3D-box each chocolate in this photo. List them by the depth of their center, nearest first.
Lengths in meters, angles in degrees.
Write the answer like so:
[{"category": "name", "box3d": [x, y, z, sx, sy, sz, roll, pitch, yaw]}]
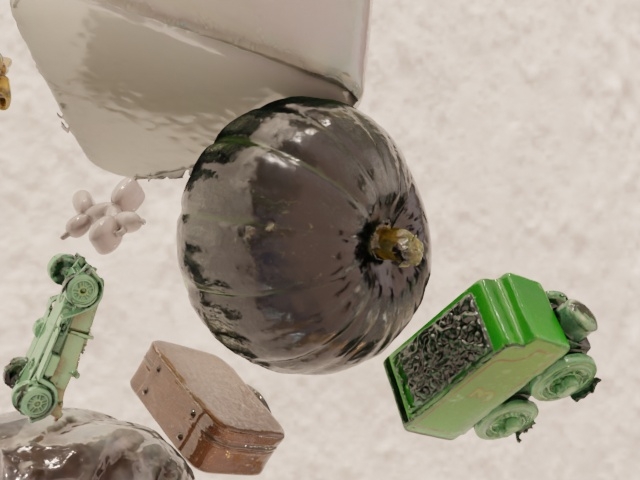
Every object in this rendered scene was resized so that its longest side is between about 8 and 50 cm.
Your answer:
[{"category": "chocolate", "box3d": [-0.230, 0.310, 1.349, 0.213, 0.303, 0.303, -13, 96, -13]}]

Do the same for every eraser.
[{"category": "eraser", "box3d": [-0.104, -0.190, 1.198, 0.331, 0.331, 0.149, 36, 52, -42]}]

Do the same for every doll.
[{"category": "doll", "box3d": [-0.353, -0.038, 2.090, 0.160, 0.161, 0.059, -80, 152, -50]}]

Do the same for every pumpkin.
[{"category": "pumpkin", "box3d": [0.000, 0.000, 1.102, 0.250, 0.216, 0.249, -16, 110, -52]}]

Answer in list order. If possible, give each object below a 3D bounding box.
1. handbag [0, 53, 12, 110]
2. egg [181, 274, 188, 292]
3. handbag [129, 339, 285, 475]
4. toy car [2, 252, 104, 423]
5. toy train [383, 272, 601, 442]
[{"category": "handbag", "box3d": [-0.540, -0.230, 1.615, 0.283, 0.401, 0.133, 14, 96, -8]}, {"category": "egg", "box3d": [-0.051, 0.002, 1.443, 0.220, 0.220, 0.269, -57, 171, -39]}, {"category": "handbag", "box3d": [-0.137, 0.211, 1.578, 0.151, 0.193, 0.072, 20, 106, -44]}, {"category": "toy car", "box3d": [-0.225, 0.083, 1.090, 0.054, 0.073, 0.143, 22, 96, -27]}, {"category": "toy train", "box3d": [0.207, 0.145, 1.512, 0.188, 0.243, 0.132, 19, 40, -39]}]
